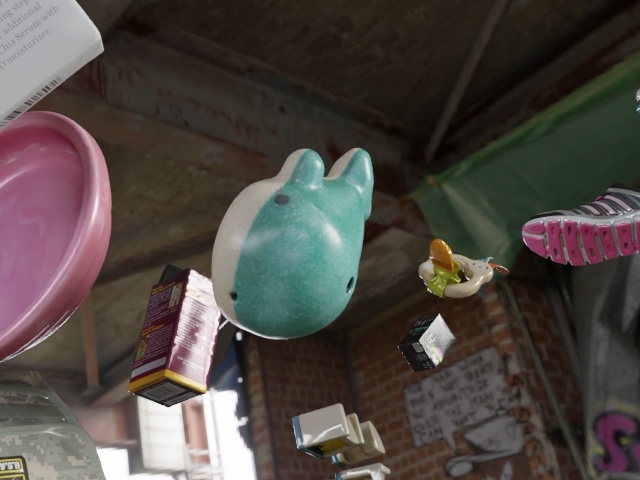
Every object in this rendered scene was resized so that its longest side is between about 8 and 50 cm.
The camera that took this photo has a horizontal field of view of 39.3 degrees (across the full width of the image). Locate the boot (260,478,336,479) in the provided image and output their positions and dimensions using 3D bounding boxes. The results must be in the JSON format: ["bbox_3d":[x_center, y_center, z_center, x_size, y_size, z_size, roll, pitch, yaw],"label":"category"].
[{"bbox_3d":[-0.020,0.352,1.183,0.190,0.076,0.208,-17,-23,42],"label":"boot"}]

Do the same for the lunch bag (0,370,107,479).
[{"bbox_3d":[-0.365,0.259,0.931,0.235,0.287,0.169,2,-72,-39],"label":"lunch bag"}]

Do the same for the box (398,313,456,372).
[{"bbox_3d":[0.186,0.178,1.558,0.052,0.062,0.083,-20,17,44],"label":"box"}]

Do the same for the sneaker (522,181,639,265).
[{"bbox_3d":[0.304,-0.022,0.960,0.170,0.075,0.063,-7,-55,21],"label":"sneaker"}]

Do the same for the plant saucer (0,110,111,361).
[{"bbox_3d":[-0.374,0.006,1.071,0.332,0.332,0.084,-23,-35,20],"label":"plant saucer"}]

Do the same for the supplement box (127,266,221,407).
[{"bbox_3d":[-0.219,0.149,1.384,0.081,0.188,0.104,32,-39,-32],"label":"supplement box"}]

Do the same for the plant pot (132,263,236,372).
[{"bbox_3d":[-0.288,0.193,1.853,0.188,0.167,0.187,25,-63,1],"label":"plant pot"}]

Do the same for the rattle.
[{"bbox_3d":[0.308,0.031,1.855,0.200,0.130,0.142,-11,-67,-17],"label":"rattle"}]

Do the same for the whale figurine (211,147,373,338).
[{"bbox_3d":[0.000,0.000,0.995,0.272,0.141,0.216,-40,-37,-45],"label":"whale figurine"}]

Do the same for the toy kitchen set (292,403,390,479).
[{"bbox_3d":[0.020,0.333,1.119,0.122,0.207,0.166,-23,-29,12],"label":"toy kitchen set"}]

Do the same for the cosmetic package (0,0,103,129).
[{"bbox_3d":[-0.446,-0.307,0.877,0.230,0.453,0.161,-39,13,-6],"label":"cosmetic package"}]

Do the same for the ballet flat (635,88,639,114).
[{"bbox_3d":[0.598,-0.194,1.213,0.139,0.400,0.139,-8,-70,-22],"label":"ballet flat"}]
